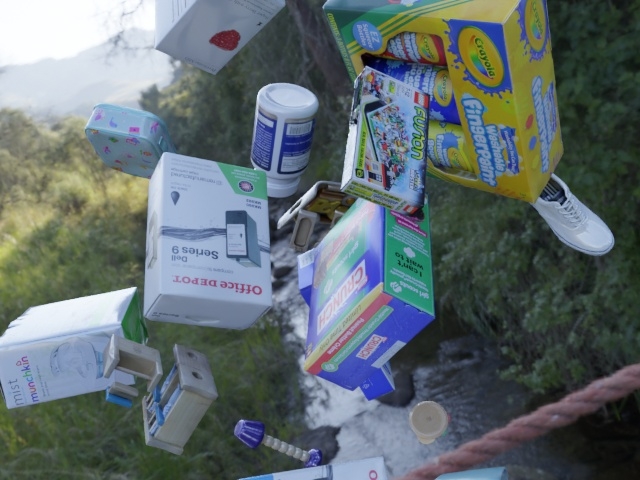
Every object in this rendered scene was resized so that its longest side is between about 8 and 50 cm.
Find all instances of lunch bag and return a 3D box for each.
[{"bbox_3d":[-0.535,-0.280,1.953,0.224,0.108,0.279,10,-20,4],"label":"lunch bag"}]

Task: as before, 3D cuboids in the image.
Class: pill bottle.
[{"bbox_3d":[-0.098,-0.250,1.714,0.153,0.265,0.153,8,39,-6],"label":"pill bottle"}]

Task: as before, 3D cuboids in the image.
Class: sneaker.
[{"bbox_3d":[0.538,-0.066,1.492,0.094,0.258,0.091,-46,-19,1],"label":"sneaker"}]

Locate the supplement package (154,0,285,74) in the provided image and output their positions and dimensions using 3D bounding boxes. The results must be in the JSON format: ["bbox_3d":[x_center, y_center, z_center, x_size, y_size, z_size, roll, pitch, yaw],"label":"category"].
[{"bbox_3d":[-0.242,-0.560,1.577,0.177,0.175,0.293,15,-32,-38],"label":"supplement package"}]

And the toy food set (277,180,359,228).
[{"bbox_3d":[0.051,-0.076,2.053,0.306,0.092,0.219,5,-29,-33],"label":"toy food set"}]

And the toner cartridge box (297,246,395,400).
[{"bbox_3d":[0.060,0.193,1.575,0.075,0.348,0.165,-26,25,11],"label":"toner cartridge box"}]

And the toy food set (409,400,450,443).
[{"bbox_3d":[0.226,0.373,1.396,0.082,0.020,0.083,-30,57,-8],"label":"toy food set"}]

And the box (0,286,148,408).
[{"bbox_3d":[-0.473,0.196,1.310,0.231,0.127,0.262,-11,13,-7],"label":"box"}]

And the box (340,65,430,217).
[{"bbox_3d":[0.096,-0.143,0.959,0.036,0.114,0.207,134,150,-54],"label":"box"}]

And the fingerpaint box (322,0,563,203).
[{"bbox_3d":[0.254,-0.304,1.322,0.371,0.445,0.163,19,63,35],"label":"fingerpaint box"}]

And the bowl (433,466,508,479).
[{"bbox_3d":[0.306,0.639,1.475,0.163,0.312,0.311,5,22,24],"label":"bowl"}]

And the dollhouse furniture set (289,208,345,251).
[{"bbox_3d":[0.000,0.000,1.798,0.151,0.144,0.123,16,29,-3],"label":"dollhouse furniture set"}]

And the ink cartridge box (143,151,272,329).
[{"bbox_3d":[-0.207,0.003,1.253,0.211,0.289,0.121,8,-30,-26],"label":"ink cartridge box"}]

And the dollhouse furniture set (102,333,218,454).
[{"bbox_3d":[-0.291,0.243,1.126,0.129,0.183,0.129,-58,27,11],"label":"dollhouse furniture set"}]

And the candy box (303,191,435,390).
[{"bbox_3d":[0.087,0.073,1.255,0.268,0.122,0.317,-50,24,39],"label":"candy box"}]

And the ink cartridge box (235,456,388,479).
[{"bbox_3d":[-0.009,0.575,1.359,0.307,0.223,0.129,-4,-22,-16],"label":"ink cartridge box"}]

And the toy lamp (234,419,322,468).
[{"bbox_3d":[-0.121,0.583,1.927,0.080,0.274,0.080,-41,32,33],"label":"toy lamp"}]
